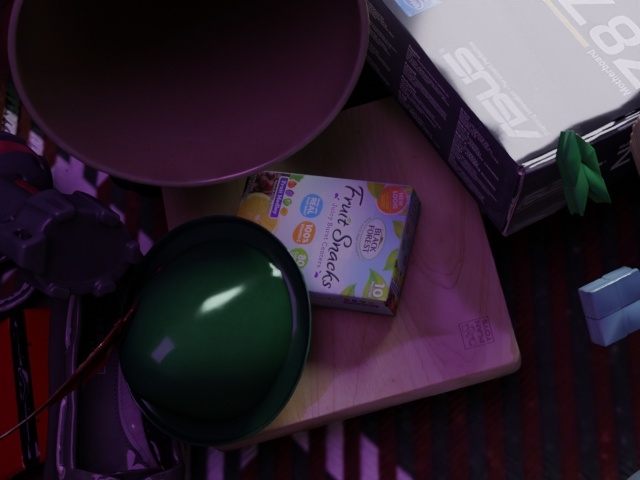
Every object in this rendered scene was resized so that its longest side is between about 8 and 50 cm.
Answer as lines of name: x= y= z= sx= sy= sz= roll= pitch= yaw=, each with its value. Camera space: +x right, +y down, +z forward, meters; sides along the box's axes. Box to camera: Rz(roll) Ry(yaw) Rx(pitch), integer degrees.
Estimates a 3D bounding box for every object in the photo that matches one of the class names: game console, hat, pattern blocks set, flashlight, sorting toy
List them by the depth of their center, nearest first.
hat: x=-0.126 y=0.073 z=1.049 sx=0.173 sy=0.183 sz=0.208 roll=12 pitch=89 yaw=27
pattern blocks set: x=0.318 y=-0.058 z=1.087 sx=0.325 sy=0.026 sz=0.285 roll=-14 pitch=104 yaw=-23
sorting toy: x=0.017 y=0.031 z=1.199 sx=0.256 sy=0.089 sz=0.257 roll=-16 pitch=64 yaw=8
flashlight: x=-0.238 y=-0.023 z=1.203 sx=0.103 sy=0.103 sz=0.304 roll=-48 pitch=31 yaw=-12
game console: x=-0.246 y=0.140 z=1.266 sx=0.124 sy=0.085 sz=0.144 roll=-2 pitch=63 yaw=-20

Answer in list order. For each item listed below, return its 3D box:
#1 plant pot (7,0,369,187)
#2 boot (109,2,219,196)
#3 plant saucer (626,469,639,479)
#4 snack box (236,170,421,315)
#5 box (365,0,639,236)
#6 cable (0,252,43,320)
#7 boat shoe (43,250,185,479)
plant pot: x=-0.115 y=-0.225 z=1.118 sx=0.257 sy=0.256 sz=0.274 roll=-21 pitch=43 yaw=6
boot: x=-0.252 y=-0.263 z=1.364 sx=0.445 sy=0.146 sz=0.367 roll=23 pitch=65 yaw=19
plant saucer: x=0.272 y=0.198 z=1.024 sx=0.195 sy=0.037 sz=0.195 roll=-22 pitch=25 yaw=11
snack box: x=0.000 y=0.000 z=1.144 sx=0.141 sy=0.037 sz=0.100 roll=7 pitch=71 yaw=20
box: x=0.171 y=-0.227 z=1.193 sx=0.318 sy=0.097 sz=0.395 roll=-26 pitch=62 yaw=-19
cable: x=-0.392 y=0.071 z=1.300 sx=0.287 sy=0.072 sz=0.139 roll=-10 pitch=61 yaw=12
boat shoe: x=-0.169 y=0.151 z=1.176 sx=0.112 sy=0.095 sz=0.335 roll=-1 pitch=62 yaw=-19
